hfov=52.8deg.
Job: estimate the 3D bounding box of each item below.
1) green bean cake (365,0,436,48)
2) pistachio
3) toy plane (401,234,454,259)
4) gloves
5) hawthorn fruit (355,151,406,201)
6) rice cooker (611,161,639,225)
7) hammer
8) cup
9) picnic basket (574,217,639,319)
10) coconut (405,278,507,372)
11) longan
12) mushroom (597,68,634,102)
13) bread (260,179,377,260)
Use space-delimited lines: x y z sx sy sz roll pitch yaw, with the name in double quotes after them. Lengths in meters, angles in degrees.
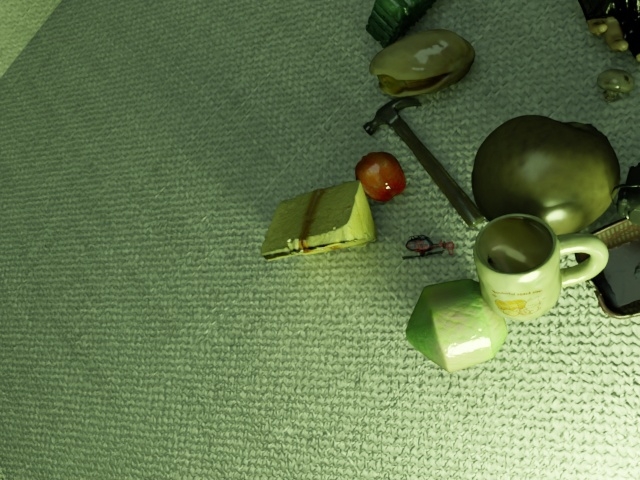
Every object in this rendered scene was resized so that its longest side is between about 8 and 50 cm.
0.242 -0.663 1.820 0.208 0.193 0.107 -41 81 -15 "green bean cake"
0.274 -0.489 1.747 0.288 0.166 0.197 1 54 30 "pistachio"
0.280 0.016 1.689 0.145 0.037 0.060 -5 80 25 "toy plane"
0.741 -0.556 1.548 0.197 0.152 0.301 -26 73 40 "gloves"
0.161 -0.169 1.739 0.133 0.133 0.138 -44 73 10 "hawthorn fruit"
0.704 -0.089 1.311 0.203 0.142 0.118 10 71 24 "rice cooker"
0.290 -0.209 1.736 0.168 0.044 0.440 -39 65 14 "hammer"
0.460 0.043 1.385 0.255 0.202 0.173 -30 50 -1 "cup"
0.733 0.046 1.417 0.297 0.129 0.222 -26 69 18 "picnic basket"
0.317 0.202 1.534 0.236 0.204 0.236 0 89 8 "coconut"
0.507 -0.142 1.473 0.319 0.319 0.319 -6 75 24 "longan"
0.714 -0.374 1.566 0.085 0.085 0.079 21 121 28 "mushroom"
0.000 0.000 1.698 0.263 0.236 0.198 -14 117 23 "bread"
